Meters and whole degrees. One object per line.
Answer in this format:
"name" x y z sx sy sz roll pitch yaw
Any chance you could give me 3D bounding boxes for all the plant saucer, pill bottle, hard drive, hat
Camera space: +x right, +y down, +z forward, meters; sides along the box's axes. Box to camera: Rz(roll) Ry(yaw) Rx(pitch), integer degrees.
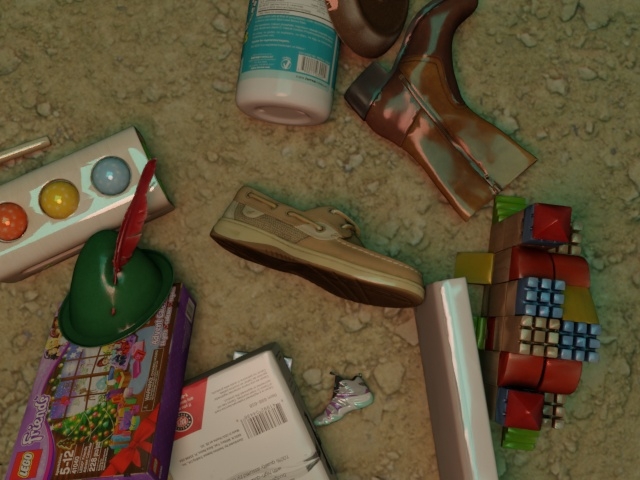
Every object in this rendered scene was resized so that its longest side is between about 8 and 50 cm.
"plant saucer" 0.079 -0.374 1.188 0.036 0.198 0.199 1 82 41
"pill bottle" -0.039 -0.314 1.192 0.146 0.146 0.264 8 83 0
"hard drive" 0.186 0.234 1.093 0.047 0.233 0.353 -7 84 -3
"hat" -0.308 0.011 1.083 0.173 0.184 0.208 14 53 32

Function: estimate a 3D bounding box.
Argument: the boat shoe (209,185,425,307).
"boat shoe" 0.000 0.000 1.127 0.341 0.122 0.110 19 73 25

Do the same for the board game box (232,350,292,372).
"board game box" -0.091 0.216 1.195 0.090 0.020 0.090 7 84 2

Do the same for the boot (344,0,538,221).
"boot" 0.219 -0.212 1.201 0.280 0.096 0.264 44 86 8

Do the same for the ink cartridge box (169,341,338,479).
"ink cartridge box" -0.099 0.310 1.123 0.197 0.114 0.273 -24 88 2

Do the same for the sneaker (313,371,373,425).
"sneaker" 0.024 0.231 1.191 0.098 0.038 0.069 -24 83 -13

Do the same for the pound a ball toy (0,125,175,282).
"pound a ball toy" -0.405 -0.079 1.163 0.319 0.136 0.208 -24 85 -4

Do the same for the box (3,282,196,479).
"box" -0.288 0.199 1.073 0.200 0.057 0.293 -10 47 13

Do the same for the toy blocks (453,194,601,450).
"toy blocks" 0.296 0.110 1.096 0.190 0.261 0.382 7 84 -1
